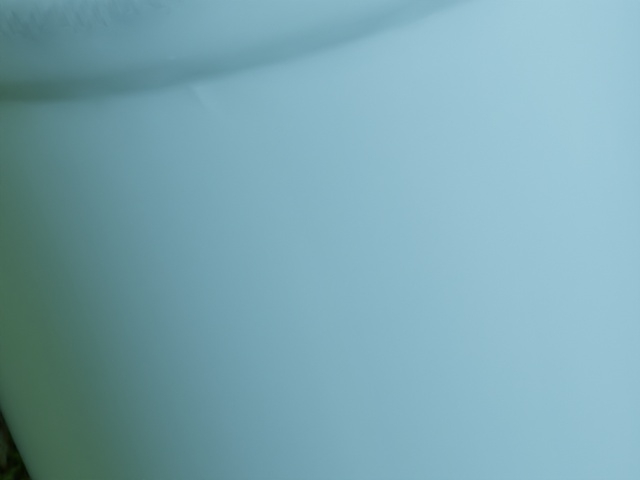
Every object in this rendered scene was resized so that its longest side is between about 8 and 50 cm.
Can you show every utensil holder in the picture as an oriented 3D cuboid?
[{"bbox_3d":[0.000,0.000,0.660,0.327,0.328,0.385,-60,143,-52],"label":"utensil holder"}]
